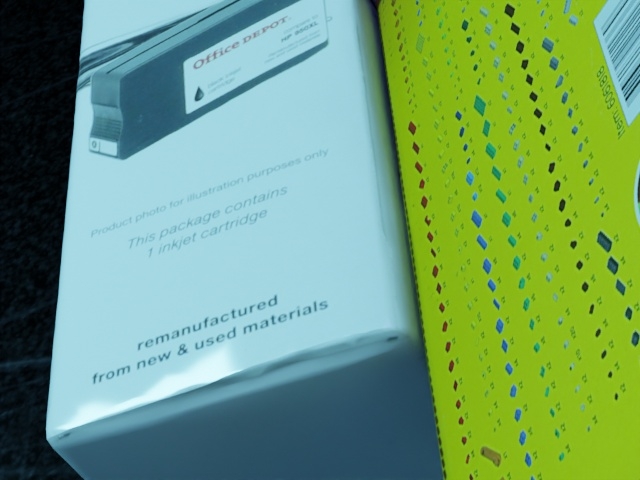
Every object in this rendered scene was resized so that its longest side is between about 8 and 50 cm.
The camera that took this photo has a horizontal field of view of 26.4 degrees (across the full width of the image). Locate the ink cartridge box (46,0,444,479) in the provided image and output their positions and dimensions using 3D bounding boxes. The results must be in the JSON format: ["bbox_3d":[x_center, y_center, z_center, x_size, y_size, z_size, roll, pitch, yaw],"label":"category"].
[{"bbox_3d":[0.000,0.000,0.753,0.166,0.285,0.395,-18,45,14],"label":"ink cartridge box"}]

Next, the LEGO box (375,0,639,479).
[{"bbox_3d":[0.240,0.012,0.526,0.500,0.372,0.193,-93,27,-46],"label":"LEGO box"}]
